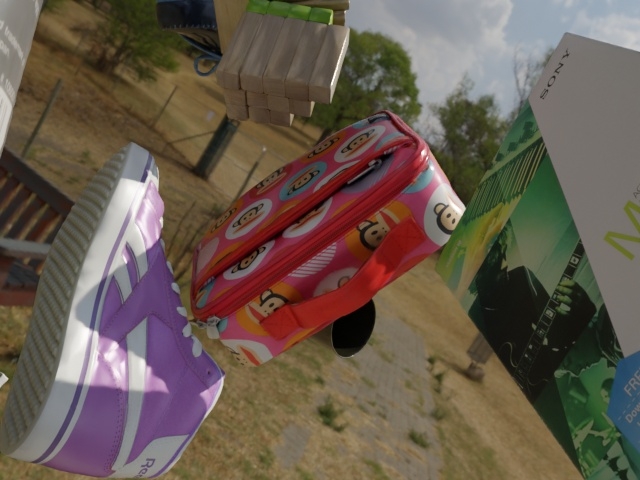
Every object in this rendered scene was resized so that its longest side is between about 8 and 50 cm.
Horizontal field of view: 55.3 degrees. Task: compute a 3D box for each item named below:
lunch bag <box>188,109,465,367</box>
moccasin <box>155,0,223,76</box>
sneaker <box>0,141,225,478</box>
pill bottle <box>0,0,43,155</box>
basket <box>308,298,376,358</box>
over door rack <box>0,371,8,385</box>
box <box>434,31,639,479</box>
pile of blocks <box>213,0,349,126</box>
[{"bbox_3d":[0.000,0.000,0.645,0.120,0.293,0.258,51,9,-24],"label":"lunch bag"},{"bbox_3d":[-0.108,-0.307,0.940,0.137,0.117,0.342,14,17,31],"label":"moccasin"},{"bbox_3d":[-0.153,0.059,0.528,0.161,0.102,0.282,29,52,-36],"label":"sneaker"},{"bbox_3d":[-0.254,-0.195,0.336,0.204,0.361,0.204,8,-14,2],"label":"pill bottle"},{"bbox_3d":[-0.012,0.157,1.421,0.226,0.154,0.204,20,-13,33],"label":"basket"},{"bbox_3d":[-0.772,0.338,1.227,0.108,0.324,0.240,-2,-45,15],"label":"over door rack"},{"bbox_3d":[0.200,0.005,0.396,0.058,0.232,0.322,18,21,-18],"label":"box"},{"bbox_3d":[-0.051,-0.253,0.665,0.113,0.148,0.362,93,-15,-59],"label":"pile of blocks"}]
